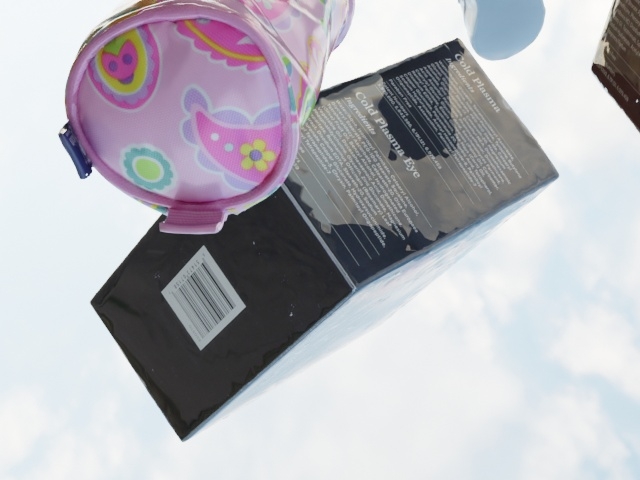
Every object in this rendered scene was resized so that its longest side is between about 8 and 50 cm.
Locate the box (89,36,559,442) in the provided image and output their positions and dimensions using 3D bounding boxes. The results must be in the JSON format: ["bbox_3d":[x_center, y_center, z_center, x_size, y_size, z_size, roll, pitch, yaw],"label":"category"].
[{"bbox_3d":[0.000,0.000,1.234,0.179,0.312,0.343,55,-43,8],"label":"box"}]

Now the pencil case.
[{"bbox_3d":[-0.051,-0.108,0.718,0.124,0.124,0.284,-42,-166,22],"label":"pencil case"}]

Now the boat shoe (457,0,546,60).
[{"bbox_3d":[0.189,-0.305,1.446,0.096,0.267,0.088,-23,-119,11],"label":"boat shoe"}]

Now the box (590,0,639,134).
[{"bbox_3d":[0.332,-0.175,0.958,0.167,0.168,0.203,-103,-157,-59],"label":"box"}]
